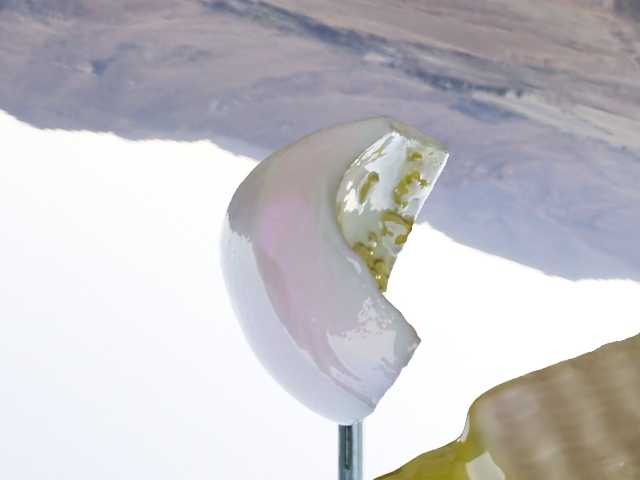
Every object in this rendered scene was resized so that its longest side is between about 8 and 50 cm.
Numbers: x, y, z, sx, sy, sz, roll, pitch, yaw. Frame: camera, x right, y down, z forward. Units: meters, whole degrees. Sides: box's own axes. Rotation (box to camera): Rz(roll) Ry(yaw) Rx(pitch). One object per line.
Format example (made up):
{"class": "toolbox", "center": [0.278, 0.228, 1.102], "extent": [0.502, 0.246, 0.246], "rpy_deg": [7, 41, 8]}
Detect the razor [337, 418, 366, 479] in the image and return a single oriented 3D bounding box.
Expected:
{"class": "razor", "center": [0.032, 0.273, 0.949], "extent": [0.111, 0.277, 0.056], "rpy_deg": [1, 174, 16]}

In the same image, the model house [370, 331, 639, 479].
{"class": "model house", "center": [0.101, 0.155, 0.335], "extent": [0.175, 0.234, 0.193], "rpy_deg": [35, -156, -53]}

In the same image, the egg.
{"class": "egg", "center": [-0.009, 0.014, 0.757], "extent": [0.162, 0.271, 0.206], "rpy_deg": [27, 142, -8]}
